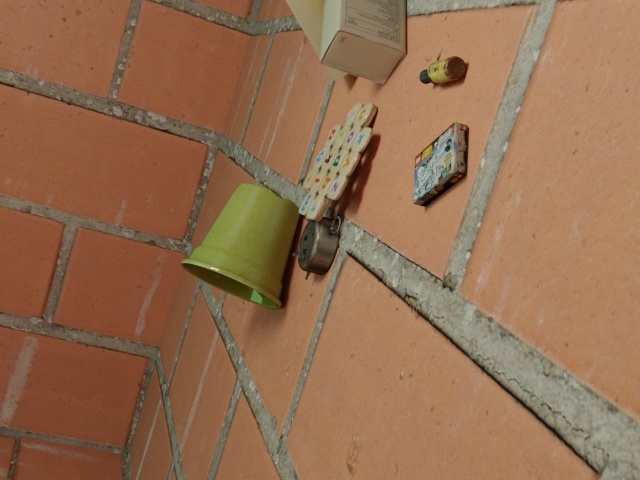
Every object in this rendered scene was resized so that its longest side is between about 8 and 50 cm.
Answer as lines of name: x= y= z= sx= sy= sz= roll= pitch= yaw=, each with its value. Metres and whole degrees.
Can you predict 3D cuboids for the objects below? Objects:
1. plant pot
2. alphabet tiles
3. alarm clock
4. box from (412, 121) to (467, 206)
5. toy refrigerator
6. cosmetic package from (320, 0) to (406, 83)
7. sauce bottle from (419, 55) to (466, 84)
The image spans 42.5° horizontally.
plant pot: x=-0.177 y=0.004 z=2.093 sx=0.254 sy=0.276 sz=0.276 roll=-66 pitch=15 yaw=-14
alphabet tiles: x=0.038 y=-0.176 z=1.832 sx=0.284 sy=0.021 sz=0.278 roll=-63 pitch=19 yaw=0
alarm clock: x=0.000 y=0.000 z=1.828 sx=0.192 sy=0.064 sz=0.129 roll=-45 pitch=34 yaw=52
box: x=0.199 y=-0.125 z=1.373 sx=0.137 sy=0.027 sz=0.094 roll=138 pitch=141 yaw=-60
toy refrigerator: x=0.000 y=-0.519 z=1.927 sx=0.094 sy=0.270 sz=0.102 roll=-29 pitch=31 yaw=9
cosmetic package: x=0.095 y=-0.509 z=1.793 sx=0.113 sy=0.160 sz=0.310 roll=129 pitch=152 yaw=-53
sauce bottle: x=0.211 y=-0.297 z=1.453 sx=0.128 sy=0.042 sz=0.042 roll=-174 pitch=99 yaw=-71
